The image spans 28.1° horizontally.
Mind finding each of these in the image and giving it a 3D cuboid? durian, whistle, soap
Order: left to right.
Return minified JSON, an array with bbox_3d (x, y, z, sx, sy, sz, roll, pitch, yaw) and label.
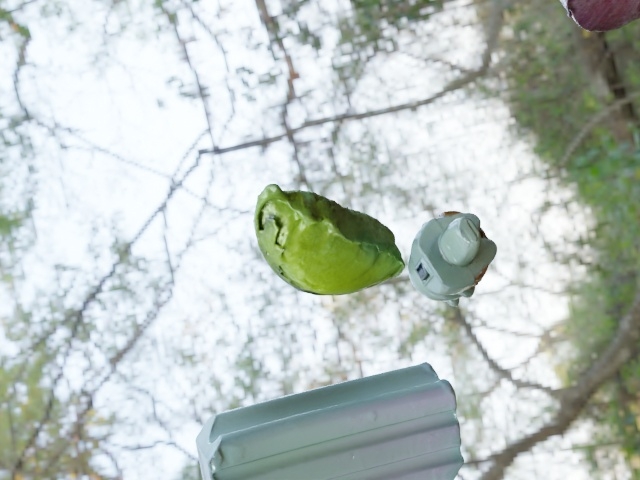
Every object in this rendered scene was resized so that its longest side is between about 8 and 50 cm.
[{"bbox_3d":[0.000,0.000,1.678,0.250,0.139,0.101,23,-152,-31],"label":"durian"},{"bbox_3d":[0.013,0.257,1.456,0.095,0.290,0.172,-134,33,-69],"label":"soap"},{"bbox_3d":[0.166,0.019,1.638,0.105,0.102,0.253,-60,-4,-16],"label":"whistle"}]

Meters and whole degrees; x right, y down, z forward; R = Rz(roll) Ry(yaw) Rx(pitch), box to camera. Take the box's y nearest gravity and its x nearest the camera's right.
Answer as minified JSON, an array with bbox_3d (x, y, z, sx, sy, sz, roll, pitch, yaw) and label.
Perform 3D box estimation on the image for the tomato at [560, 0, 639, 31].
[{"bbox_3d":[0.405,-0.449,1.748,0.176,0.289,0.335,51,-160,26],"label":"tomato"}]
